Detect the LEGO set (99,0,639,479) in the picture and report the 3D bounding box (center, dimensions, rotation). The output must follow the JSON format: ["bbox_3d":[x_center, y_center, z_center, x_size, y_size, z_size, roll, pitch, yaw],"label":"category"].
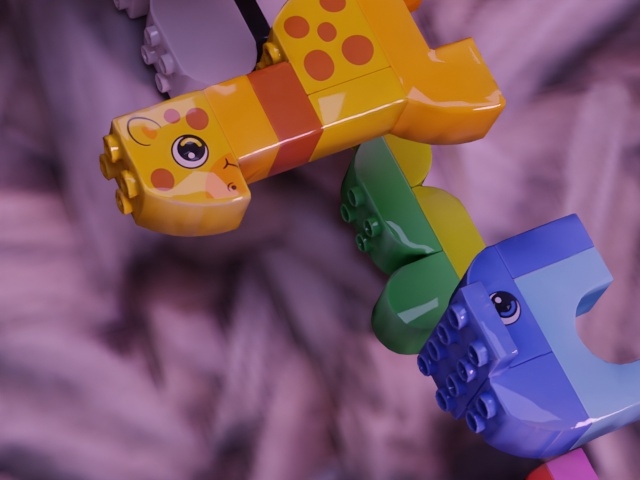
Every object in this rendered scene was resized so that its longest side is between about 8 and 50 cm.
[{"bbox_3d":[0.000,0.000,0.444,0.093,0.087,0.227,-20,70,-20],"label":"LEGO set"}]
